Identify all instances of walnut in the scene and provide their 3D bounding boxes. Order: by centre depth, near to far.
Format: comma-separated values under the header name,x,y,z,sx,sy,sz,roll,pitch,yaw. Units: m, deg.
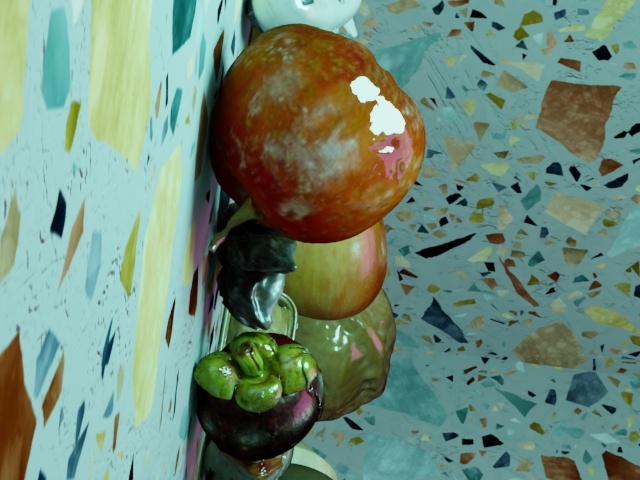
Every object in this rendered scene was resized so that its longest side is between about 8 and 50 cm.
name,x,y,z,sx,sy,sz,roll,pitch,yaw
walnut,0.011,0.195,2.500,0.344,0.306,0.306,107,-7,-55

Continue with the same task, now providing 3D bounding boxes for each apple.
name,x,y,z,sx,sy,sz,roll,pitch,yaw
apple,0.000,0.000,2.089,0.242,0.242,0.241,-77,173,-73

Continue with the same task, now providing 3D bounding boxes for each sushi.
name,x,y,z,sx,sy,sz,roll,pitch,yaw
sushi,-0.099,0.295,1.832,0.332,0.124,0.130,-68,166,-79

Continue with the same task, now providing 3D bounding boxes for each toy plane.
name,x,y,z,sx,sy,sz,roll,pitch,yaw
toy plane,-0.018,-0.308,1.607,0.252,0.118,0.252,45,36,-47

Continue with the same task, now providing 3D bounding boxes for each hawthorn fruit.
name,x,y,z,sx,sy,sz,roll,pitch,yaw
hawthorn fruit,-0.027,-0.087,1.355,0.271,0.242,0.242,-55,172,-13

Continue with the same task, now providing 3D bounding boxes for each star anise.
name,x,y,z,sx,sy,sz,roll,pitch,yaw
star anise,-0.077,-0.011,1.561,0.223,0.109,0.236,-75,-171,-53

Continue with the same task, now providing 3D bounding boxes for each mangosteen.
name,x,y,z,sx,sy,sz,roll,pitch,yaw
mangosteen,-0.075,0.183,1.552,0.180,0.166,0.166,81,15,-57

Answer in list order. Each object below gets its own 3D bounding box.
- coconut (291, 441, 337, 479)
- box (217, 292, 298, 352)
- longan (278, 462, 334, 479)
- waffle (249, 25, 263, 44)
name,x,y,z,sx,sy,sz,roll,pitch,yaw
coconut,-0.073,0.464,2.312,0.202,0.202,0.222,96,5,-47
box,-0.094,0.153,1.783,0.111,0.111,0.177,94,4,-67
longan,-0.061,0.475,1.977,0.258,0.258,0.258,7,90,-88
waffle,-0.079,-0.221,1.726,0.191,0.032,0.125,89,6,-68
